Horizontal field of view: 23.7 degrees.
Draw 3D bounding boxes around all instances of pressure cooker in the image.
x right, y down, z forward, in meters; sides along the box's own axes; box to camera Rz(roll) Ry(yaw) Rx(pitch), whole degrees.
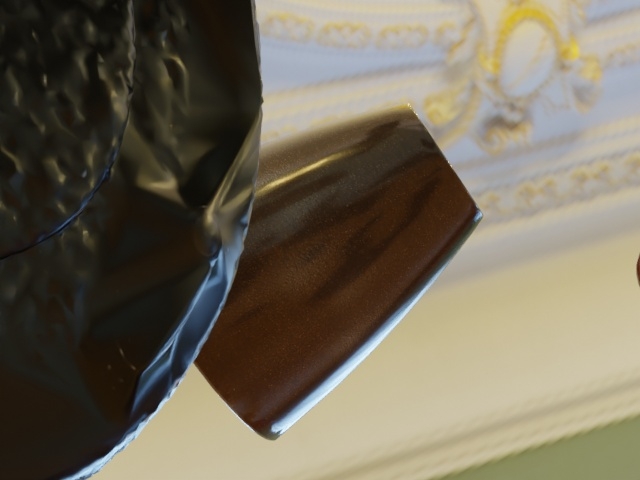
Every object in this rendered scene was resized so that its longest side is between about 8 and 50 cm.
[{"bbox_3d":[-0.279,-0.050,0.570,0.420,0.369,0.375,-9,-42,35],"label":"pressure cooker"}]

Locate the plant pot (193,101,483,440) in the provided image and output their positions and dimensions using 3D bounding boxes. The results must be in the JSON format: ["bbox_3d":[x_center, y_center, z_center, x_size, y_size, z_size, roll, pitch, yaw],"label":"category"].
[{"bbox_3d":[0.000,0.000,1.167,0.230,0.215,0.215,-34,-45,5],"label":"plant pot"}]

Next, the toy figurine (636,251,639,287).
[{"bbox_3d":[0.281,0.028,0.772,0.209,0.213,0.148,-25,-16,-39],"label":"toy figurine"}]
